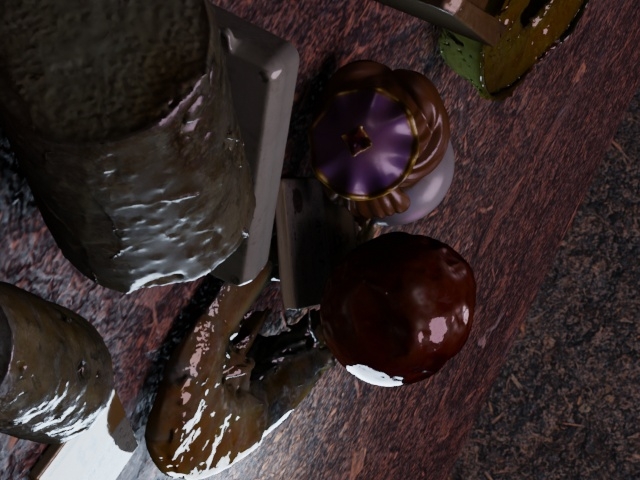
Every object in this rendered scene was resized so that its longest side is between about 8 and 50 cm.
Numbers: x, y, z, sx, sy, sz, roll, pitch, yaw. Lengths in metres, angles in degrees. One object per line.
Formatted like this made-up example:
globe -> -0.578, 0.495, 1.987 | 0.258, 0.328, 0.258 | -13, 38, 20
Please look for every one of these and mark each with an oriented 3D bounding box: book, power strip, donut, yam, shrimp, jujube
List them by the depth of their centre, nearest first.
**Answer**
yam -> -0.133, -0.073, 1.101 | 0.161, 0.161, 0.268 | -55, 161, -22
yam -> -0.229, 0.085, 1.157 | 0.107, 0.107, 0.194 | -61, 162, -5
power strip -> -0.088, -0.074, 1.295 | 0.046, 0.118, 0.270 | -49, 159, -43
book -> -0.222, 0.209, 1.519 | 0.118, 0.012, 0.172 | -56, 162, -22
jujube -> 0.089, 0.070, 1.686 | 0.168, 0.168, 0.236 | -65, 168, 8
book -> 0.000, 0.000, 1.710 | 0.198, 0.016, 0.138 | -5, 90, -67
shrimp -> -0.052, 0.100, 1.749 | 0.445, 0.085, 0.272 | -25, 134, -58
donut -> 0.230, -0.302, 1.898 | 0.272, 0.107, 0.272 | -46, 154, -31

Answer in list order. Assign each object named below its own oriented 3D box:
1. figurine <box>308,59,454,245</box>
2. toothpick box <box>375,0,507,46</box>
figurine -> 0.065, -0.094, 1.656 | 0.263, 0.142, 0.189 | 51, 52, -74
toothpick box -> 0.109, -0.349, 1.355 | 0.308, 0.187, 0.190 | -68, 161, 7
